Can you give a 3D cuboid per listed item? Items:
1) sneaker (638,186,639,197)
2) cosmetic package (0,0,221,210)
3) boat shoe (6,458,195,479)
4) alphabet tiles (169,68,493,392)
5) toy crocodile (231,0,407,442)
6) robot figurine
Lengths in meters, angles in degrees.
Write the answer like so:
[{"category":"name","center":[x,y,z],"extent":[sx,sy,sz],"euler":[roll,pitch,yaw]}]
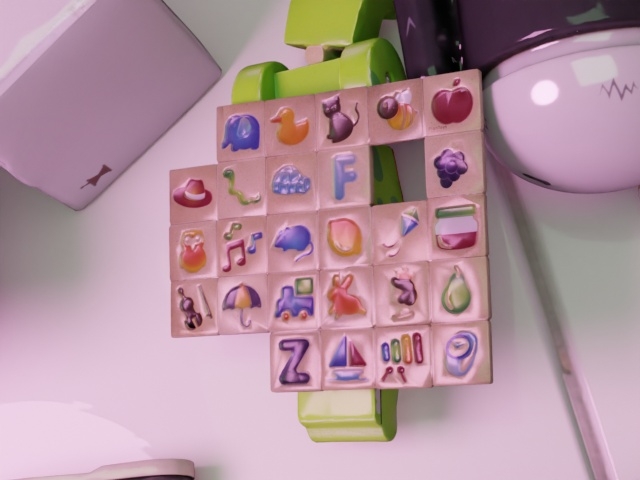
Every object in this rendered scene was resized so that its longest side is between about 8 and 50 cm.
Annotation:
[{"category":"sneaker","center":[0.260,-0.027,1.036],"extent":[0.083,0.032,0.037],"euler":[-3,92,17]},{"category":"cosmetic package","center":[-0.298,-0.248,1.100],"extent":[0.161,0.230,0.453],"euler":[-44,74,0]},{"category":"boat shoe","center":[-0.186,0.199,1.065],"extent":[0.206,0.075,0.065],"euler":[-10,74,6]},{"category":"alphabet tiles","center":[0.000,0.000,0.998],"extent":[0.237,0.009,0.198],"euler":[-5,82,29]},{"category":"toy crocodile","center":[0.018,-0.029,1.057],"extent":[0.115,0.105,0.340],"euler":[-10,79,28]},{"category":"robot figurine","center":[0.175,-0.169,1.011],"extent":[0.209,0.174,0.278],"euler":[-20,71,47]}]
